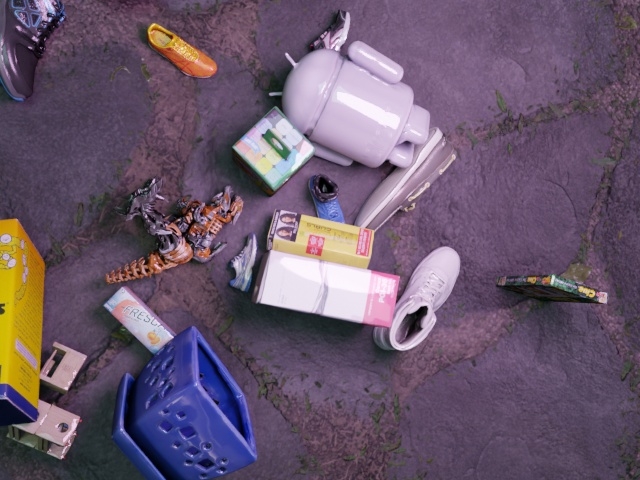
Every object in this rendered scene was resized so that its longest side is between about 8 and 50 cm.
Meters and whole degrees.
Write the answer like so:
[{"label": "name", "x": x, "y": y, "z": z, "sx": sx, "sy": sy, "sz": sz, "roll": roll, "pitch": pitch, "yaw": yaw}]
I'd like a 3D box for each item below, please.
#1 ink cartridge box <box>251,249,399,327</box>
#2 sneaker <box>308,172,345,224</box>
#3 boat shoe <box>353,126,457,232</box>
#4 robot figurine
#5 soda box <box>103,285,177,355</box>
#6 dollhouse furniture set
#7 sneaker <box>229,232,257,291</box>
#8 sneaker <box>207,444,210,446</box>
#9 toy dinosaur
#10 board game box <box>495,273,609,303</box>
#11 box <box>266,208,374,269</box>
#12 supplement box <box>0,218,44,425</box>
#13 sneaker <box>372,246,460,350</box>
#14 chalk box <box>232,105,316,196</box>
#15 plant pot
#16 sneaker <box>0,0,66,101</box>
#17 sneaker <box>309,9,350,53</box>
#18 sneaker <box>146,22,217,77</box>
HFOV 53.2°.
[{"label": "ink cartridge box", "x": 0.003, "y": 0.107, "z": 1.393, "sx": 0.283, "sy": 0.207, "sz": 0.117, "roll": 12, "pitch": 84, "yaw": -9}, {"label": "sneaker", "x": 0.019, "y": -0.083, "z": 1.468, "sx": 0.058, "sy": 0.084, "sz": 0.152, "roll": -21, "pitch": 91, "yaw": -10}, {"label": "boat shoe", "x": 0.200, "y": -0.122, "z": 1.488, "sx": 0.091, "sy": 0.109, "sz": 0.305, "roll": 41, "pitch": 88, "yaw": -19}, {"label": "robot figurine", "x": 0.065, "y": -0.292, "z": 1.409, "sx": 0.353, "sy": 0.300, "sz": 0.200, "roll": 23, "pitch": 39, "yaw": -8}, {"label": "soda box", "x": -0.386, "y": 0.182, "z": 1.397, "sx": 0.183, "sy": 0.063, "sz": 0.058, "roll": 45, "pitch": 83, "yaw": -5}, {"label": "dollhouse furniture set", "x": -0.552, "y": 0.341, "z": 1.350, "sx": 0.129, "sy": 0.129, "sz": 0.184, "roll": 27, "pitch": 53, "yaw": -8}, {"label": "sneaker", "x": -0.176, "y": 0.046, "z": 1.447, "sx": 0.058, "sy": 0.052, "sz": 0.135, "roll": 11, "pitch": 85, "yaw": -5}, {"label": "sneaker", "x": -0.250, "y": 0.484, "z": 1.403, "sx": 0.170, "sy": 0.063, "sz": 0.075, "roll": -24, "pitch": 85, "yaw": -15}, {"label": "toy dinosaur", "x": -0.323, "y": -0.021, "z": 1.383, "sx": 0.322, "sy": 0.164, "sz": 0.218, "roll": -46, "pitch": 112, "yaw": -30}, {"label": "board game box", "x": 0.517, "y": 0.111, "z": 1.452, "sx": 0.136, "sy": 0.259, "sz": 0.030, "roll": 16, "pitch": 83, "yaw": -8}, {"label": "box", "x": 0.000, "y": 0.000, "z": 1.444, "sx": 0.232, "sy": 0.058, "sz": 0.087, "roll": 14, "pitch": 54, "yaw": -1}, {"label": "supplement box", "x": -0.660, "y": 0.163, "z": 1.222, "sx": 0.194, "sy": 0.195, "sz": 0.357, "roll": -5, "pitch": 62, "yaw": -10}, {"label": "sneaker", "x": 0.244, "y": 0.134, "z": 1.453, "sx": 0.108, "sy": 0.169, "sz": 0.292, "roll": 38, "pitch": 81, "yaw": -4}, {"label": "chalk box", "x": -0.103, "y": -0.190, "z": 1.386, "sx": 0.132, "sy": 0.213, "sz": 0.132, "roll": -44, "pitch": 93, "yaw": -5}, {"label": "plant pot", "x": -0.284, "y": 0.356, "z": 1.300, "sx": 0.212, "sy": 0.236, "sz": 0.236, "roll": -31, "pitch": 115, "yaw": -2}, {"label": "sneaker", "x": -0.621, "y": -0.468, "z": 1.363, "sx": 0.139, "sy": 0.125, "sz": 0.341, "roll": 0, "pitch": 89, "yaw": -14}, {"label": "sneaker", "x": 0.016, "y": -0.462, "z": 1.496, "sx": 0.077, "sy": 0.072, "sz": 0.178, "roll": 18, "pitch": 83, "yaw": -7}, {"label": "sneaker", "x": -0.316, "y": -0.423, "z": 1.440, "sx": 0.175, "sy": 0.067, "sz": 0.064, "roll": 27, "pitch": 81, "yaw": -9}]
